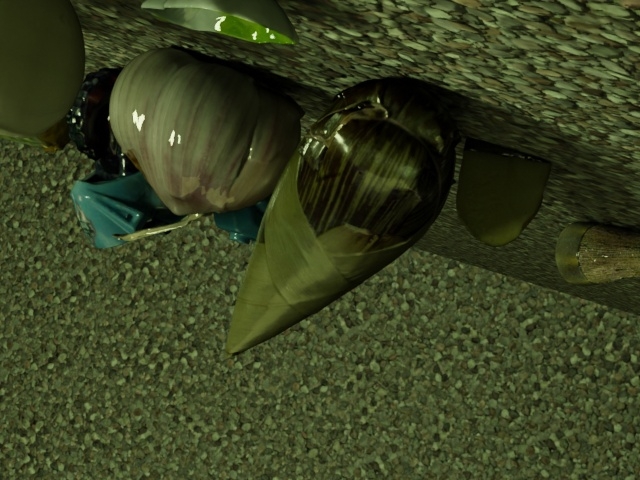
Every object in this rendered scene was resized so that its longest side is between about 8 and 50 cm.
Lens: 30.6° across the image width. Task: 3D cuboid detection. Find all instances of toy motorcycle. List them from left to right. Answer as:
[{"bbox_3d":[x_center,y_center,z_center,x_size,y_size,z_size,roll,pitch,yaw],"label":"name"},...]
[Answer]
[{"bbox_3d":[-0.191,-0.076,1.617,0.172,0.232,0.416,12,174,44],"label":"toy motorcycle"}]

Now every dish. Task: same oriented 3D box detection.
[{"bbox_3d":[-0.077,-0.179,0.873,0.137,0.039,0.091,17,-178,44],"label":"dish"}]

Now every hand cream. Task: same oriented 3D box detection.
[{"bbox_3d":[0.385,0.017,1.446,0.084,0.084,0.203,20,170,-30],"label":"hand cream"}]

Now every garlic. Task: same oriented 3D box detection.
[{"bbox_3d":[-0.132,-0.104,1.286,0.207,0.207,0.257,19,140,-21],"label":"garlic"}]

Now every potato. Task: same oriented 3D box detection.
[{"bbox_3d":[0.182,-0.042,1.218,0.096,0.103,0.066,19,174,15],"label":"potato"}]

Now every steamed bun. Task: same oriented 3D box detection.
[{"bbox_3d":[-0.300,-0.191,0.975,0.231,0.145,0.232,26,-171,-4],"label":"steamed bun"}]

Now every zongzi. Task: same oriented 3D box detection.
[{"bbox_3d":[0.000,0.000,1.118,0.154,0.318,0.289,36,179,5],"label":"zongzi"}]

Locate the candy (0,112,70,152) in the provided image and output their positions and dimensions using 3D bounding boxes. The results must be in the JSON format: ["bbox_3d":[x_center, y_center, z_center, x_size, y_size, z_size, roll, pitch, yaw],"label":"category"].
[{"bbox_3d":[-0.528,-0.231,1.947,0.259,0.118,0.260,18,174,2],"label":"candy"}]
